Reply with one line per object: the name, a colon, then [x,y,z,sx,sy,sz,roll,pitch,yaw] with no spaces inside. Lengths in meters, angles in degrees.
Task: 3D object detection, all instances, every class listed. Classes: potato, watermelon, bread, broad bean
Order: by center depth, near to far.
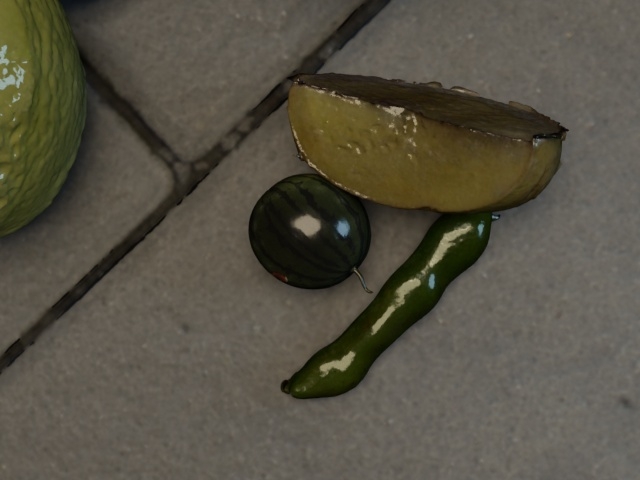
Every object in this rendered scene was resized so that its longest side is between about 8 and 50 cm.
bread: [-0.366,-0.149,1.163,0.320,0.237,0.320,-4,79,22]
potato: [0.096,-0.086,1.178,0.243,0.138,0.098,17,111,18]
watermelon: [0.000,0.000,1.182,0.133,0.105,0.105,41,89,10]
broad bean: [0.067,0.060,1.200,0.256,0.052,0.053,-45,40,2]
